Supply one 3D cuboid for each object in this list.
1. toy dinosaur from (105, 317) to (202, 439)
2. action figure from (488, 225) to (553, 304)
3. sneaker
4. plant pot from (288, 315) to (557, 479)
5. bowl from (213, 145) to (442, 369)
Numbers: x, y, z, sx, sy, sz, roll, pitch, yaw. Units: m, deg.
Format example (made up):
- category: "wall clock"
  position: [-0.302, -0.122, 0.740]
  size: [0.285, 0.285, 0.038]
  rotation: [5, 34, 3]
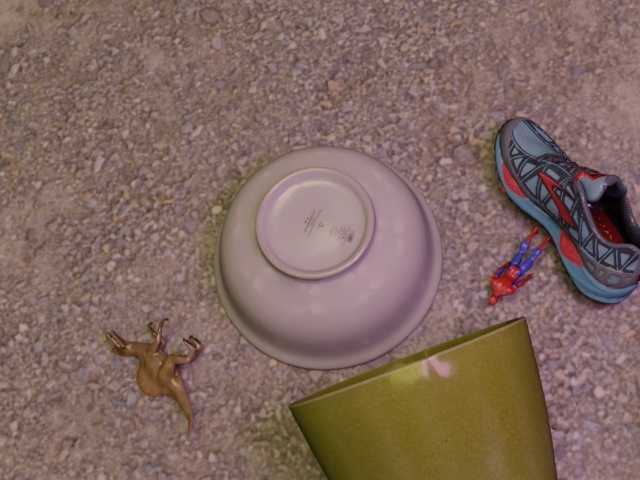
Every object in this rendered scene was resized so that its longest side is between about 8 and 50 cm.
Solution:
- category: "toy dinosaur"
  position: [-0.187, 0.160, 1.371]
  size: [0.183, 0.053, 0.092]
  rotation: [42, 96, 26]
- category: "action figure"
  position: [0.243, 0.035, 1.362]
  size: [0.038, 0.030, 0.115]
  rotation: [35, 72, 22]
- category: "sneaker"
  position: [0.316, -0.059, 1.326]
  size: [0.104, 0.125, 0.262]
  rotation: [-24, 71, -31]
- category: "plant pot"
  position: [0.143, 0.267, 1.188]
  size: [0.275, 0.275, 0.293]
  rotation: [-20, 84, 0]
- category: "bowl"
  position: [0.000, 0.000, 1.352]
  size: [0.298, 0.134, 0.298]
  rotation: [-3, 70, 7]
